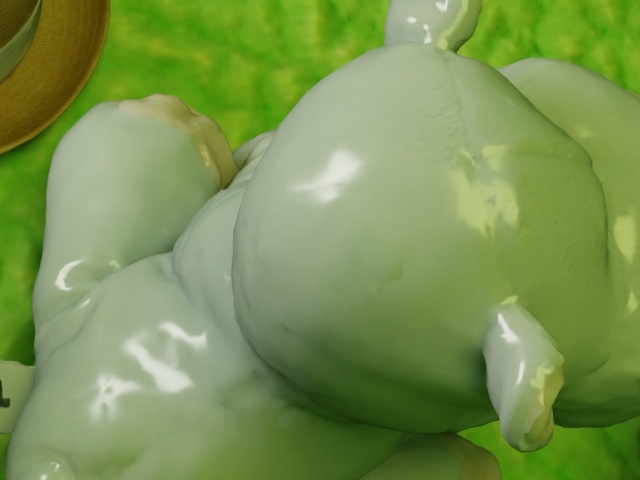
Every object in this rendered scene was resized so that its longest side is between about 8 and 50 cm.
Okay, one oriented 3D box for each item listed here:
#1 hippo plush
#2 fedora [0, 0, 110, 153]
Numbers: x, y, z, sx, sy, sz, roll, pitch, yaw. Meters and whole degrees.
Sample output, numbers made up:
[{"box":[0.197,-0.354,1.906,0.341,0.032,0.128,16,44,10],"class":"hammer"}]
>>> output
[{"box":[0.000,0.000,0.471,0.294,0.236,0.234,5,55,-37],"class":"hippo plush"},{"box":[-0.168,-0.129,0.574,0.194,0.079,0.194,12,60,-22],"class":"fedora"}]
